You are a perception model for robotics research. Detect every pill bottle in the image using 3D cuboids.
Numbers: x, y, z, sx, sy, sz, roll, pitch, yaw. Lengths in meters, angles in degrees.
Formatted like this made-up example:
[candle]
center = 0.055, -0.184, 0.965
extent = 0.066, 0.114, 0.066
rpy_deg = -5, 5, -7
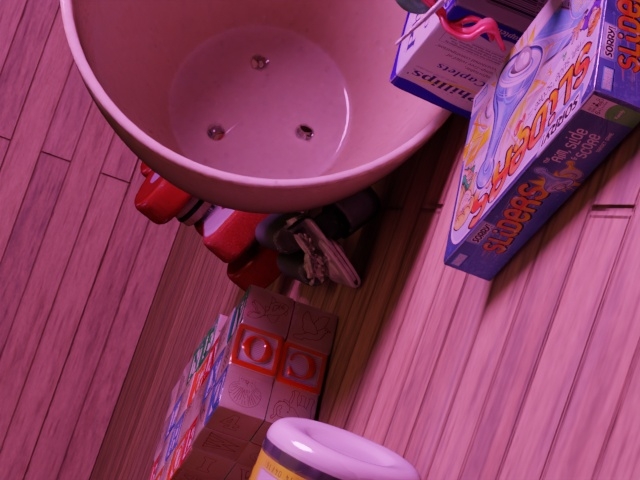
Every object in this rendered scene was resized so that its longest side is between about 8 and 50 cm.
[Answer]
[pill bottle]
center = -0.014, 0.211, 0.947
extent = 0.103, 0.103, 0.184
rpy_deg = -142, 73, -79

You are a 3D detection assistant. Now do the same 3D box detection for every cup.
[cup]
center = -0.044, -0.153, 1.272
extent = 0.237, 0.331, 0.331
rpy_deg = 105, 180, -68

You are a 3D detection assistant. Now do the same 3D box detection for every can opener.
[can opener]
center = 0.000, 0.000, 1.420
extent = 0.093, 0.074, 0.280
rpy_deg = -37, 7, -11

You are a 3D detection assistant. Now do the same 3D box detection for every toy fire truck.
[toy fire truck]
center = -0.062, -0.102, 1.693
extent = 0.254, 0.169, 0.302
rpy_deg = -48, 16, 13

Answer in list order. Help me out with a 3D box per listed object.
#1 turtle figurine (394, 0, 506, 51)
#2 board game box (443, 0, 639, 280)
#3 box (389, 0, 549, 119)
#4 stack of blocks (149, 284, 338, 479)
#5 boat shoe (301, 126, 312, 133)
[turtle figurine]
center = 0.103, -0.222, 0.969
extent = 0.234, 0.175, 0.118
rpy_deg = -47, -31, -1
[board game box]
center = 0.137, -0.080, 0.902
extent = 0.201, 0.035, 0.136
rpy_deg = 125, 162, -55
[box]
center = 0.115, -0.177, 1.094
extent = 0.137, 0.072, 0.126
rpy_deg = 131, 157, -65
[stack of blocks]
center = -0.081, 0.161, 1.432
extent = 0.297, 0.087, 0.171
rpy_deg = 123, 164, -52
[boat shoe]
center = 0.023, -0.172, 1.497
extent = 0.257, 0.095, 0.095
rpy_deg = -86, 19, -57
